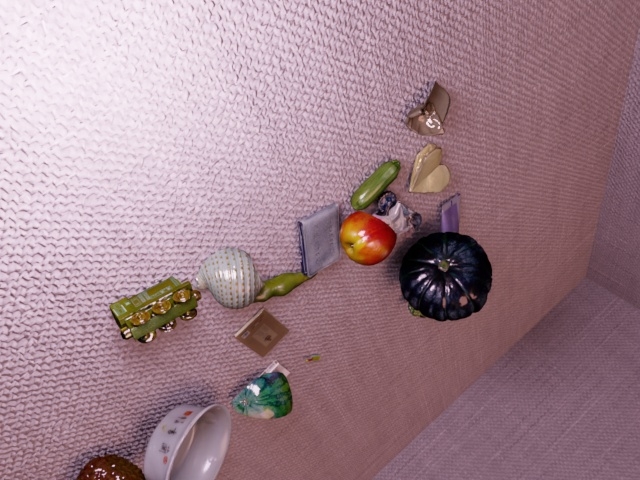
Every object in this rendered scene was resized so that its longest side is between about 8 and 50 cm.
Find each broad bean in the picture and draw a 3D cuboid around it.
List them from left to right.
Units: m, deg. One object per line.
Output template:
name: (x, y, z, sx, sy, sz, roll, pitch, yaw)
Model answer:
broad bean: (-0.107, 0.125, 1.699, 0.318, 0.056, 0.098, -34, 121, -30)

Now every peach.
peach: (0.163, -0.015, 1.696, 0.192, 0.190, 0.190, -35, 140, -31)

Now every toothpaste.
toothpaste: (0.548, -0.018, 2.173, 0.125, 0.080, 0.371, -33, 136, -29)

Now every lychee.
lychee: (-0.656, 0.798, 1.604, 0.236, 0.236, 0.271, -22, 109, -29)

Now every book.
book: (-0.201, 0.323, 1.796, 0.138, 0.016, 0.198, -44, 141, -6)

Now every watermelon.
watermelon: (-0.198, 0.563, 1.893, 0.231, 0.128, 0.146, 9, 95, -44)

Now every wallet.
wallet: (0.002, 0.001, 1.681, 0.167, 0.036, 0.222, -29, 131, -33)

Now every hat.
hat: (0.350, -0.426, 1.669, 0.147, 0.085, 0.175, 33, 73, -40)

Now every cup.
cup: (-0.454, 0.686, 1.695, 0.347, 0.163, 0.347, 13, 90, -68)

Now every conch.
conch: (-0.253, 0.125, 1.495, 0.200, 0.131, 0.172, -10, 128, -39)

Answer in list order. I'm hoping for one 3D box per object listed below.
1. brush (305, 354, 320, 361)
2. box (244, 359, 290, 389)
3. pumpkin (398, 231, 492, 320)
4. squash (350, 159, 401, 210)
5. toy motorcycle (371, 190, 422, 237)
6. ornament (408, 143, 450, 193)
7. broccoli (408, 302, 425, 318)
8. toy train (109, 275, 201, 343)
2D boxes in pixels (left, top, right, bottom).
brush: (-0.035, 0.474, 2.069, 0.083, 0.021, 0.019, 1, 121, -50)
box: (-0.213, 0.549, 1.959, 0.198, 0.029, 0.109, -44, 141, -8)
pumpkin: (0.494, 0.143, 2.025, 0.363, 0.363, 0.266, -40, 153, -10)
squash: (0.183, -0.185, 1.697, 0.219, 0.068, 0.077, -45, 158, -6)
toy motorcycle: (0.249, -0.051, 1.846, 0.239, 0.108, 0.204, 32, 93, -25)
ornament: (0.381, -0.236, 1.856, 0.180, 0.059, 0.201, -43, 138, -6)
broccoli: (0.481, 0.250, 2.234, 0.219, 0.194, 0.194, -48, 142, -11)
toy train: (-0.435, 0.179, 1.370, 0.225, 0.137, 0.090, -28, 133, -29)
